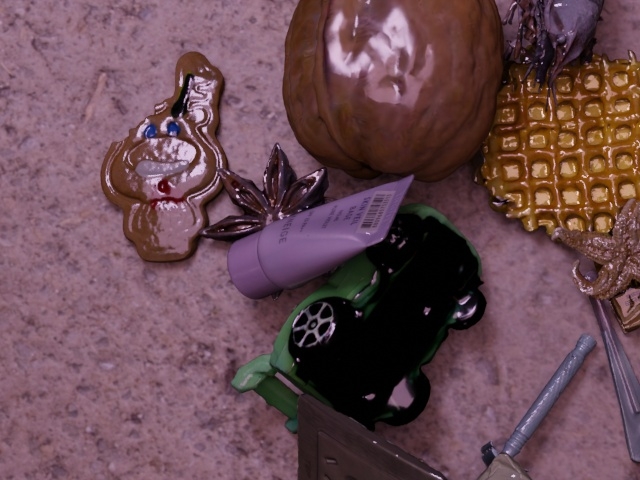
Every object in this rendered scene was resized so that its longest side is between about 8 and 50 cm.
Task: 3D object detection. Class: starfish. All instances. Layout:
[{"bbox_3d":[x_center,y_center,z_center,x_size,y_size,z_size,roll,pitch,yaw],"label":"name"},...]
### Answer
[{"bbox_3d":[0.423,0.013,1.745,0.210,0.053,0.150,15,84,1],"label":"starfish"}]

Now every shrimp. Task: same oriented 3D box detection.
[{"bbox_3d":[0.315,-0.299,1.755,0.145,0.116,0.343,0,44,22],"label":"shrimp"}]

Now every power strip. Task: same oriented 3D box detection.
[{"bbox_3d":[0.079,0.341,1.695,0.257,0.092,0.251,27,127,32],"label":"power strip"}]

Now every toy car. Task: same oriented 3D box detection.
[{"bbox_3d":[0.062,0.117,1.752,0.213,0.176,0.358,41,80,-35],"label":"toy car"}]

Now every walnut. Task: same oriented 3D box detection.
[{"bbox_3d":[0.102,-0.256,1.745,0.306,0.306,0.343,7,88,6],"label":"walnut"}]

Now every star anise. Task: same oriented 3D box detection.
[{"bbox_3d":[-0.045,-0.027,1.830,0.263,0.081,0.230,-2,83,16],"label":"star anise"}]

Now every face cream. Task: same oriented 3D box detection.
[{"bbox_3d":[0.000,0.000,1.697,0.274,0.154,0.096,-23,111,34],"label":"face cream"}]

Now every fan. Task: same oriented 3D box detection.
[{"bbox_3d":[0.421,0.180,1.790,0.057,0.023,0.282,-20,85,3],"label":"fan"}]

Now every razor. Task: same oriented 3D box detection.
[{"bbox_3d":[0.317,0.229,1.772,0.068,0.106,0.232,37,78,8],"label":"razor"}]

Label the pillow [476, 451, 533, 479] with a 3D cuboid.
[{"bbox_3d":[0.254,0.466,1.701,0.274,0.076,0.280,47,117,10],"label":"pillow"}]

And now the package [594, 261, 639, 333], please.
[{"bbox_3d":[0.439,0.061,1.794,0.071,0.047,0.131,-24,79,4],"label":"package"}]

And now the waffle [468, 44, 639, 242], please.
[{"bbox_3d":[0.358,-0.146,1.818,0.329,0.062,0.329,-1,83,7],"label":"waffle"}]

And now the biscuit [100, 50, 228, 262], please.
[{"bbox_3d":[-0.222,-0.126,1.880,0.183,0.047,0.319,22,84,5],"label":"biscuit"}]
